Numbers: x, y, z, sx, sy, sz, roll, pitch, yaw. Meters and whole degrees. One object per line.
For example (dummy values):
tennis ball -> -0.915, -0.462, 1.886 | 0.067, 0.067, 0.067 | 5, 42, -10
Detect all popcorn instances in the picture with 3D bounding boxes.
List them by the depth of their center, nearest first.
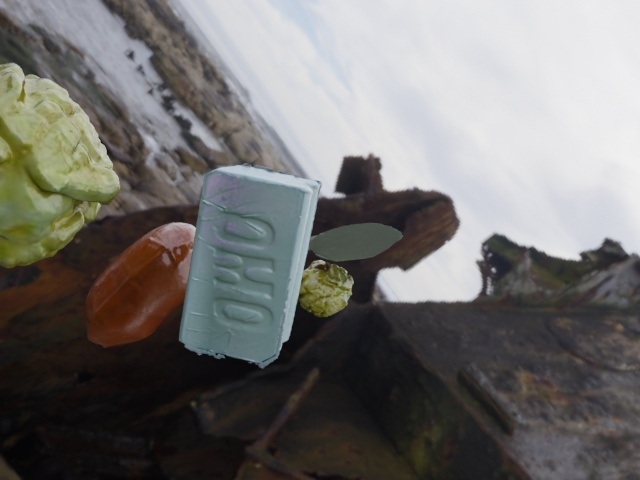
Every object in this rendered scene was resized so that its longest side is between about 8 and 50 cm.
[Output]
popcorn -> -0.364, -0.083, 0.838 | 0.254, 0.256, 0.195 | 15, 38, -11
popcorn -> 0.009, 0.090, 1.378 | 0.120, 0.106, 0.116 | 15, 57, -44

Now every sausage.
sausage -> -0.289, 0.072, 1.160 | 0.133, 0.258, 0.133 | 45, 13, -14

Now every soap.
soap -> -0.100, 0.032, 0.972 | 0.150, 0.262, 0.094 | 14, 12, 10

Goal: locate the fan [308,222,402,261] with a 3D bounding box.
fan -> 0.000, -0.001, 1.302 | 0.182, 0.310, 0.010 | 135, -47, -55
